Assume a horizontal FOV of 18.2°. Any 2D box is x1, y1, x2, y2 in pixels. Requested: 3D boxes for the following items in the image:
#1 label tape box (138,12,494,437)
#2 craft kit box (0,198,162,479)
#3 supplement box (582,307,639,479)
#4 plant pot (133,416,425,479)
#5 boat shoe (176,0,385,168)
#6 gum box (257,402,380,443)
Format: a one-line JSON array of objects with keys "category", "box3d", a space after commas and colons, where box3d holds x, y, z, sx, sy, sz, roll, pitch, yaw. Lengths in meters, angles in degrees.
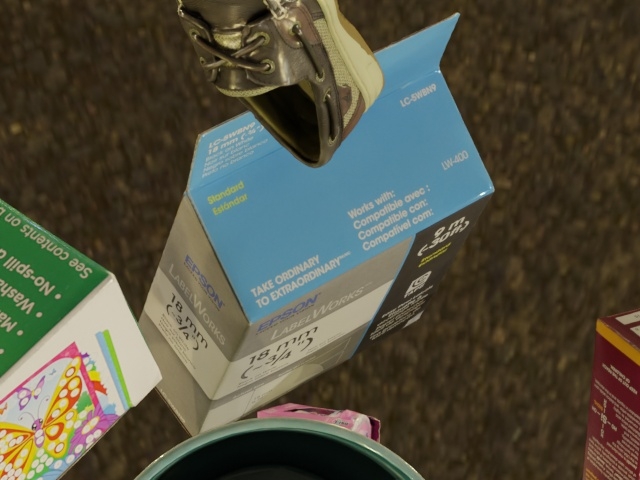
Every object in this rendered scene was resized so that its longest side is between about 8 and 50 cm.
[{"category": "label tape box", "box3d": [0.000, 0.000, 1.529, 0.240, 0.333, 0.106, -28, 71, -26]}, {"category": "craft kit box", "box3d": [-0.216, 0.048, 0.545, 0.250, 0.061, 0.246, 31, 68, 31]}, {"category": "supplement box", "box3d": [0.281, 0.150, 1.628, 0.104, 0.188, 0.081, -13, 31, -24]}, {"category": "plant pot", "box3d": [-0.035, 0.257, 1.462, 0.272, 0.255, 0.271, 0, 89, -3]}, {"category": "boat shoe", "box3d": [-0.032, -0.111, 1.107, 0.080, 0.223, 0.073, 8, 69, 30]}, {"category": "gum box", "box3d": [-0.006, 0.252, 1.949, 0.107, 0.062, 0.188, 7, 98, 31]}]
